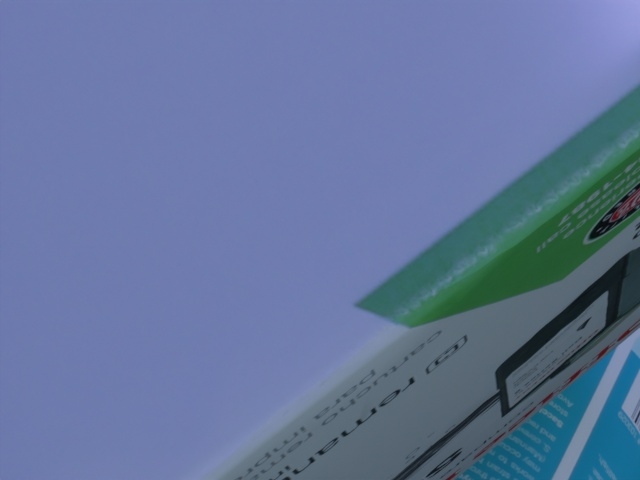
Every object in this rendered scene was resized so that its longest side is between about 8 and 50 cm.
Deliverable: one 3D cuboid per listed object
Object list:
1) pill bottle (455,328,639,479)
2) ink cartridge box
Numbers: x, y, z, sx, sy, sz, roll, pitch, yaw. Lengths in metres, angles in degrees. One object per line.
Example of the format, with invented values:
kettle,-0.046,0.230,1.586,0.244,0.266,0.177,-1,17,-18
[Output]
pill bottle,0.041,0.122,0.741,0.264,0.146,0.146,-54,132,-44
ink cartridge box,0.000,0.000,0.512,0.121,0.211,0.289,51,-2,14
